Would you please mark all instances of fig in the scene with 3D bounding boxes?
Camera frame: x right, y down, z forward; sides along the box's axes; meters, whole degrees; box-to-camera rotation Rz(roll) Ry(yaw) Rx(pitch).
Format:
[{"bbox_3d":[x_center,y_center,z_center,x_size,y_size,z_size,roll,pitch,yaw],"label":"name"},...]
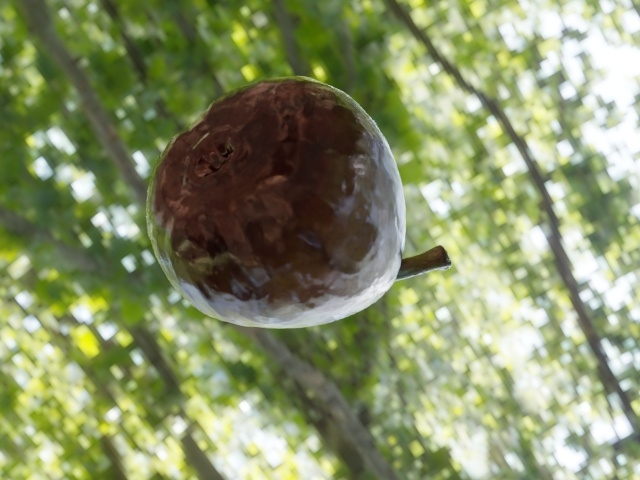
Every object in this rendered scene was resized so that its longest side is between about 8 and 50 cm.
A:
[{"bbox_3d":[0.000,0.000,0.643,0.089,0.125,0.089,-21,-128,30],"label":"fig"}]
